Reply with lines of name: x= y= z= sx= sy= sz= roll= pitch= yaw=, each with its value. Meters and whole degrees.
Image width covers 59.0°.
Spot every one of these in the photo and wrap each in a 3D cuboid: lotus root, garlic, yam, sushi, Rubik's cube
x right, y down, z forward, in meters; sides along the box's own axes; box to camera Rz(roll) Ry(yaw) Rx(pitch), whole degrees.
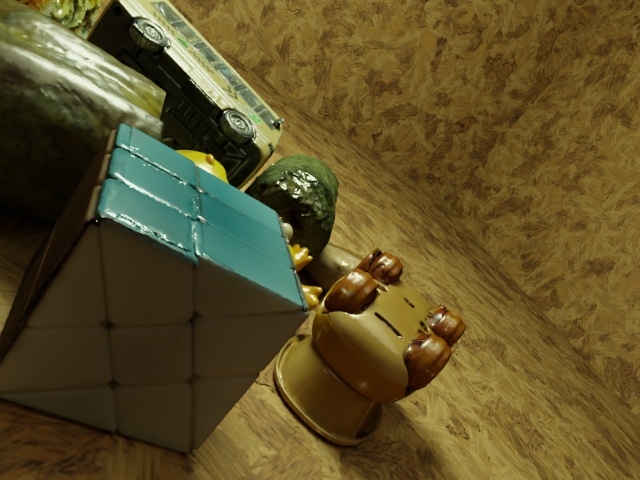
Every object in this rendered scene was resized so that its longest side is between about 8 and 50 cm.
lotus root: x=-0.379 y=-0.159 z=0.696 sx=0.346 sy=0.250 sz=0.250 roll=29 pitch=20 yaw=-32
garlic: x=0.060 y=0.080 z=1.212 sx=0.217 sy=0.110 sz=0.228 roll=31 pitch=5 yaw=14
yam: x=-0.063 y=-0.071 z=1.174 sx=0.195 sy=0.195 sz=0.300 roll=37 pitch=17 yaw=-8
sushi: x=-0.571 y=-0.477 z=1.185 sx=0.140 sy=0.184 sz=0.274 roll=33 pitch=22 yaw=-4
Rubik's cube: x=-0.175 y=0.051 z=0.606 sx=0.231 sy=0.221 sz=0.224 roll=30 pitch=19 yaw=-28

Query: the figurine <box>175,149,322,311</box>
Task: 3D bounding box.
figurine: x=-0.143 y=-0.001 z=0.883 sx=0.344 sy=0.187 sz=0.215 roll=36 pitch=7 yaw=-37

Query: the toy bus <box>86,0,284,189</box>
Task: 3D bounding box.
toy bus: x=-0.238 y=-0.259 z=1.032 sx=0.365 sy=0.177 sz=0.202 roll=46 pitch=32 yaw=-7

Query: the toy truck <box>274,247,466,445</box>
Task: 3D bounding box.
toy truck: x=0.078 y=0.158 z=0.878 sx=0.204 sy=0.211 sz=0.288 roll=43 pitch=21 yaw=8
